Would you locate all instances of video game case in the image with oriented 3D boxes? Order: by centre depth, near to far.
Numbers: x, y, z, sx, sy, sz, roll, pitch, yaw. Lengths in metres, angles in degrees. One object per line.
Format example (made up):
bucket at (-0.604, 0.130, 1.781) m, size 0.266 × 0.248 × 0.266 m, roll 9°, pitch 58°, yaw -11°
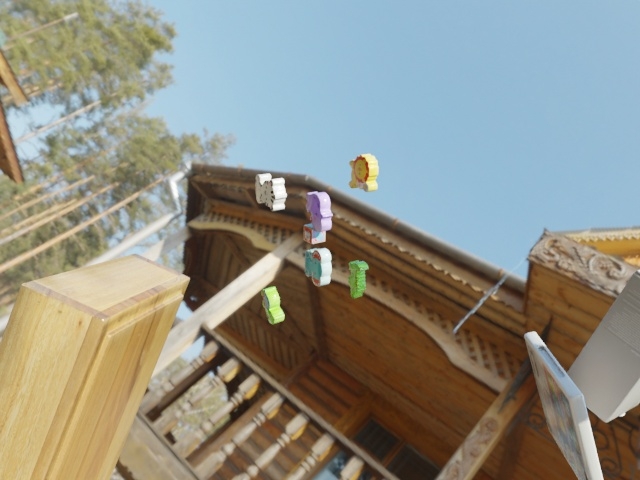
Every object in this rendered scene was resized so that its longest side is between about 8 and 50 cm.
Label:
video game case at (0.372, 0.267, 0.873) m, size 0.183 × 0.023 × 0.201 m, roll -90°, pitch 161°, yaw -71°

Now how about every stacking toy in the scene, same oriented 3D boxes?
stacking toy at (0.000, 0.000, 0.781) m, size 0.052 × 0.166 × 0.221 m, roll 28°, pitch -56°, yaw 51°

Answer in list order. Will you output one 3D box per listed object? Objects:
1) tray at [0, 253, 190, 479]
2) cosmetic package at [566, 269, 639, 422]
tray at (-0.253, 0.223, 0.530) m, size 0.076 × 0.411 × 0.203 m, roll 22°, pitch 6°, yaw 2°
cosmetic package at (0.511, 0.168, 0.927) m, size 0.107 × 0.127 × 0.238 m, roll 47°, pitch -55°, yaw 37°
